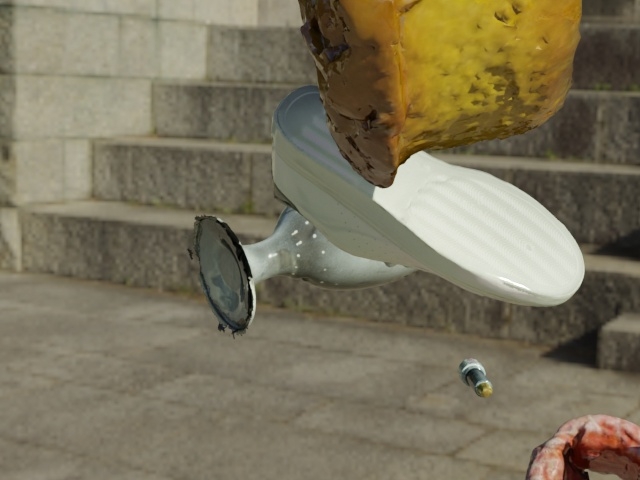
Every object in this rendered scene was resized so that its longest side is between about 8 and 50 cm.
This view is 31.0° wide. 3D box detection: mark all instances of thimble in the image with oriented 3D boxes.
[{"bbox_3d":[0.422,0.390,1.725,0.239,0.239,0.162,5,-28,23],"label":"thimble"}]

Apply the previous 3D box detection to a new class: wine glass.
[{"bbox_3d":[0.001,0.001,1.657,0.357,0.191,0.190,-20,18,-30],"label":"wine glass"}]

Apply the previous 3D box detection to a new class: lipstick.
[{"bbox_3d":[0.217,0.194,1.578,0.037,0.037,0.116,1,10,-6],"label":"lipstick"}]

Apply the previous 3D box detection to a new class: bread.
[{"bbox_3d":[0.076,-0.241,0.932,0.215,0.398,0.398,-8,7,1],"label":"bread"}]

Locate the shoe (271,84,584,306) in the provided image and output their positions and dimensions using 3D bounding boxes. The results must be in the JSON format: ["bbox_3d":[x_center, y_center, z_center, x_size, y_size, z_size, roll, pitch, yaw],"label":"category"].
[{"bbox_3d":[0.097,-0.015,1.239,0.363,0.132,0.160,32,-32,7],"label":"shoe"}]
